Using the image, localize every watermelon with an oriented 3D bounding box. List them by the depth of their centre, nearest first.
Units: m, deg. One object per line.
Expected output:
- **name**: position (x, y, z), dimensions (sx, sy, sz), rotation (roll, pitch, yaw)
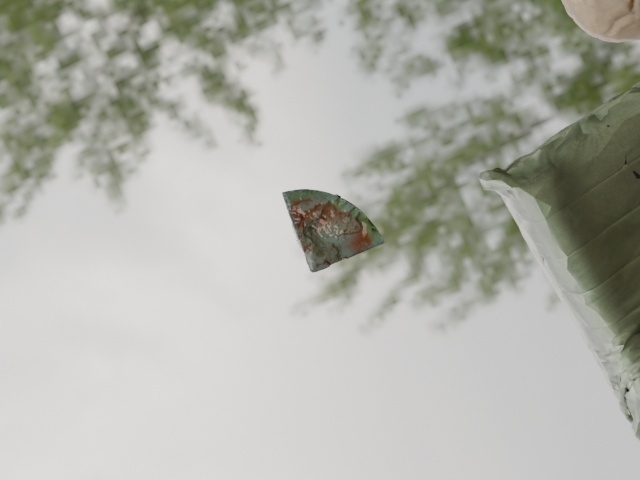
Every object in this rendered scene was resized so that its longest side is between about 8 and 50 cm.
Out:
- **watermelon**: position (0.000, 0.000, 1.394), dimensions (0.085, 0.085, 0.061), rotation (50, -127, -39)

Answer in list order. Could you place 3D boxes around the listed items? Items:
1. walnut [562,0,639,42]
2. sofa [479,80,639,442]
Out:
- **walnut**: position (0.304, -0.275, 1.801), dimensions (0.167, 0.207, 0.167), rotation (11, -124, -16)
- **sofa**: position (0.233, 0.011, 1.027), dimensions (0.225, 0.210, 0.176), rotation (61, 177, -8)
